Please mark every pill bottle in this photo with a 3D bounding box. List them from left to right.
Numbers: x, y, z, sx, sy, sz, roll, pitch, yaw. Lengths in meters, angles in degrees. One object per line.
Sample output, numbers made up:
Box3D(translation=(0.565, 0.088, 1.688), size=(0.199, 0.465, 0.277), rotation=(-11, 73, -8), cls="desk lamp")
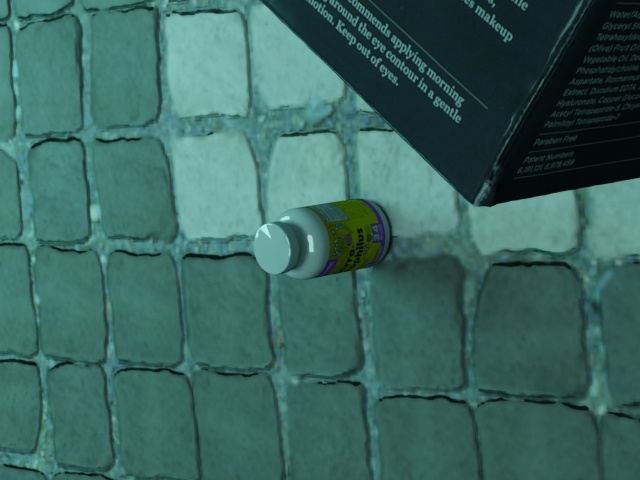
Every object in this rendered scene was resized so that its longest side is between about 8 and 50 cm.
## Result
Box3D(translation=(0.000, 0.000, 1.054), size=(0.043, 0.083, 0.043), rotation=(9, 104, 43), cls="pill bottle")

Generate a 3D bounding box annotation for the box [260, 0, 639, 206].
Box3D(translation=(0.088, -0.248, 0.864), size=(0.343, 0.179, 0.313), rotation=(47, 127, 27), cls="box")
